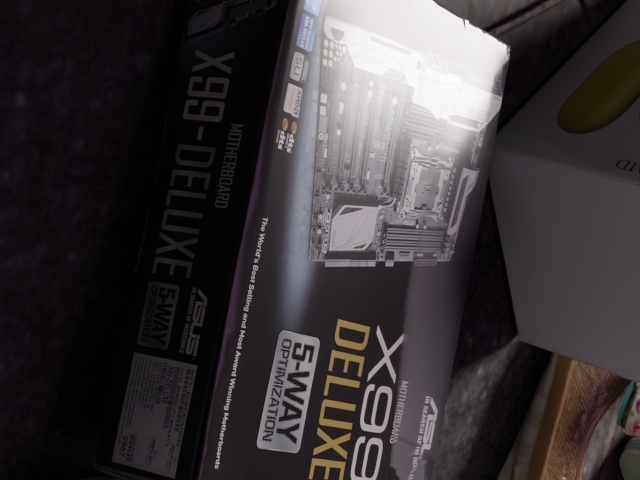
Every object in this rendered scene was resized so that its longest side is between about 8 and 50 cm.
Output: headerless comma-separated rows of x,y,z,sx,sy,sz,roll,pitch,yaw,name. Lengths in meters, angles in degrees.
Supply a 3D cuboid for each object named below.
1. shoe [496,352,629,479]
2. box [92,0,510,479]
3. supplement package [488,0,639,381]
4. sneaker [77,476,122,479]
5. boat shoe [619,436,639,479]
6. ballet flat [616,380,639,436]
0.197,0.128,1.355,0.076,0.058,0.219,33,73,-33,shoe
0.000,0.000,0.976,0.242,0.076,0.308,18,81,-54,box
0.288,-0.046,1.265,0.262,0.199,0.198,-44,136,-33,supplement package
-0.106,0.173,0.920,0.103,0.111,0.252,-47,173,14,sneaker
0.346,0.246,1.575,0.081,0.079,0.227,-47,134,-24,boat shoe
0.320,0.107,1.430,0.241,0.077,0.091,-40,147,-59,ballet flat
